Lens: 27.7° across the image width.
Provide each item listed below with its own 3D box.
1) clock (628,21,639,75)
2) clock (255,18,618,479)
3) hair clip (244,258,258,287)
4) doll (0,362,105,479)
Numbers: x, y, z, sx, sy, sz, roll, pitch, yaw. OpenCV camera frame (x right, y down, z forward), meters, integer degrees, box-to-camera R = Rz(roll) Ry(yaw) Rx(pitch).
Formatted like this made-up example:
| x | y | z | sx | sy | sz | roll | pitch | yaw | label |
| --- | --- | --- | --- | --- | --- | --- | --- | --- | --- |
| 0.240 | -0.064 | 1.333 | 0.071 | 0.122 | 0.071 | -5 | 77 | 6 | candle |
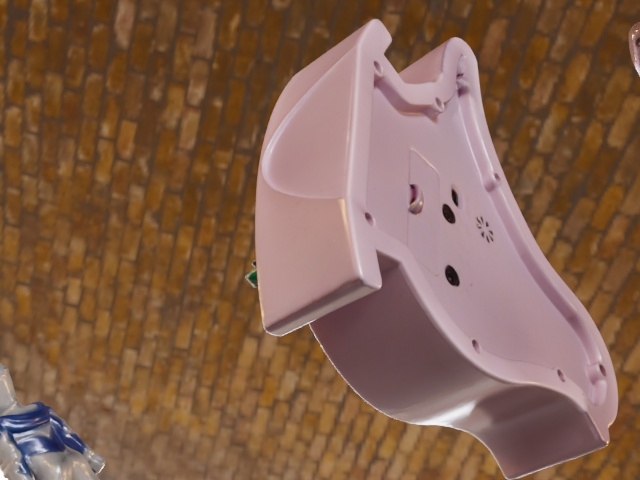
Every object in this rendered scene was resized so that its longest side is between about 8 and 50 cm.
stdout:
| x | y | z | sx | sy | sz | roll | pitch | yaw | label |
| --- | --- | --- | --- | --- | --- | --- | --- | --- | --- |
| 0.474 | -0.233 | 1.366 | 0.295 | 0.322 | 0.113 | -7 | -4 | 25 | clock |
| 0.079 | -0.009 | 0.842 | 0.080 | 0.290 | 0.275 | -29 | -50 | 31 | clock |
| 0.001 | 0.001 | 1.274 | 0.173 | 0.049 | 0.049 | -33 | -54 | 21 | hair clip |
| -0.249 | 0.187 | 1.144 | 0.057 | 0.114 | 0.227 | -44 | -103 | 24 | doll |
